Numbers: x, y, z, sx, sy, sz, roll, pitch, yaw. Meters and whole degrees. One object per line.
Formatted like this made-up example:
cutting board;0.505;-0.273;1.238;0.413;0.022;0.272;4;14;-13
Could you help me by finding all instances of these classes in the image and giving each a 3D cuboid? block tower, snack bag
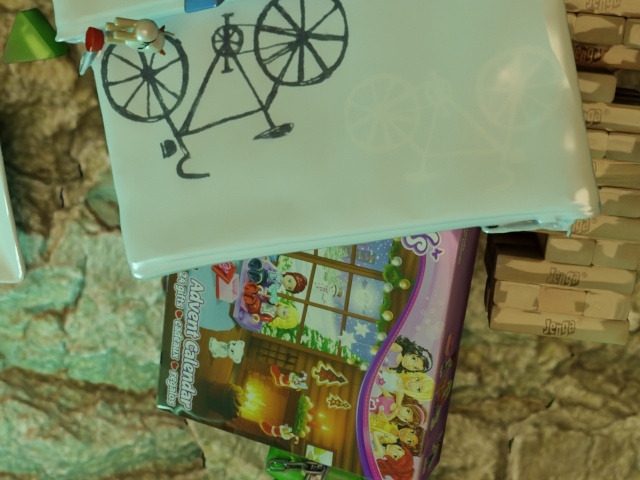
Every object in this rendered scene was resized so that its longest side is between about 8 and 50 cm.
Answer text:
block tower;0.164;-0.110;0.679;0.097;0.091;0.335;6;107;3
snack bag;-0.020;-0.152;0.637;0.323;0.037;0.342;-8;93;23

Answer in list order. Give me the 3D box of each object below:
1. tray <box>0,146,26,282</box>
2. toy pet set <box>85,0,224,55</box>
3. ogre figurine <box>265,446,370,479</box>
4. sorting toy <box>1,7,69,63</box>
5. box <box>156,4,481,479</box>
tray;-0.345;-0.041;0.763;0.270;0.030;0.145;4;128;4
toy pet set;-0.085;-0.169;0.621;0.065;0.114;0.122;0;95;-31
ogre figurine;0.031;0.227;0.794;0.118;0.097;0.197;-3;99;17
sorting toy;-0.330;-0.168;0.730;0.348;0.047;0.196;-6;106;8
box;0.000;0.000;0.715;0.201;0.057;0.293;14;109;20
